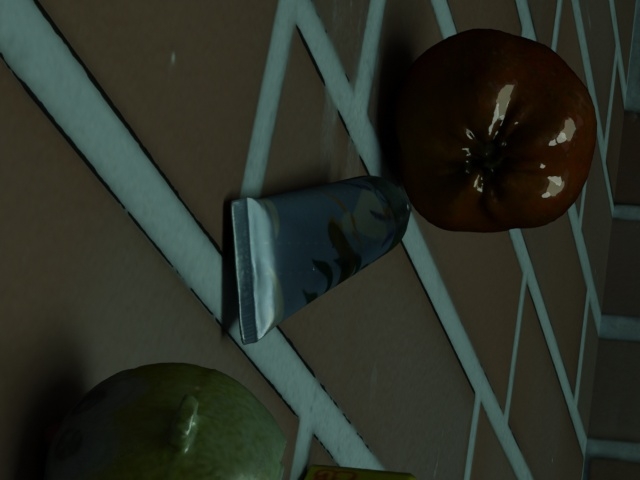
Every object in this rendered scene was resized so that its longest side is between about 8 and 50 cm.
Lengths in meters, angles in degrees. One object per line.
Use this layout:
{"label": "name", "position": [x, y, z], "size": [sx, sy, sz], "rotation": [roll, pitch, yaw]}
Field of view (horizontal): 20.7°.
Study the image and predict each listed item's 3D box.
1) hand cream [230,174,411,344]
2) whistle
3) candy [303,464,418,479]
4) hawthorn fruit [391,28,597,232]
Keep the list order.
{"label": "hand cream", "position": [0.000, 0.000, 1.187], "size": [0.271, 0.058, 0.091], "rotation": [-23, 113, -67]}
{"label": "whistle", "position": [-0.085, 0.136, 0.861], "size": [0.223, 0.123, 0.123], "rotation": [109, -2, -53]}
{"label": "candy", "position": [-0.001, 0.281, 1.181], "size": [0.276, 0.088, 0.146], "rotation": [-58, 149, -60]}
{"label": "hawthorn fruit", "position": [0.141, -0.091, 1.461], "size": [0.189, 0.189, 0.189], "rotation": [4, 90, -75]}
